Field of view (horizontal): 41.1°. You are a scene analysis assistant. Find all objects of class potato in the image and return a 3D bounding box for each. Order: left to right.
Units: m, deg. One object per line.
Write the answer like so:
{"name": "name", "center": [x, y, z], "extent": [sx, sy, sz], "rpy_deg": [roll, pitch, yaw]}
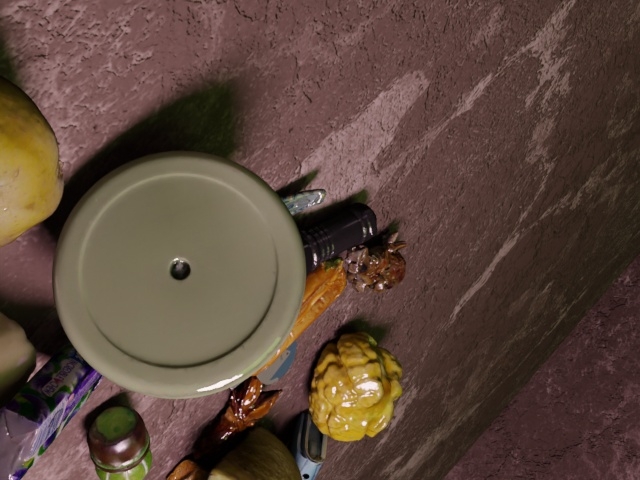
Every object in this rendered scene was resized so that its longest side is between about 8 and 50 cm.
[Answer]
{"name": "potato", "center": [-0.330, -0.080, 0.808], "extent": [0.154, 0.137, 0.200], "rpy_deg": [-38, 149, -20]}
{"name": "potato", "center": [-0.107, 0.518, 1.622], "extent": [0.280, 0.212, 0.330], "rpy_deg": [-46, 161, -60]}

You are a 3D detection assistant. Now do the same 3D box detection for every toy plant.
{"name": "toy plant", "center": [-0.311, 0.330, 1.336], "extent": [0.092, 0.092, 0.162], "rpy_deg": [-32, 145, -29]}

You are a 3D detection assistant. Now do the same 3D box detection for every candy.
{"name": "candy", "center": [-0.319, 0.183, 1.038], "extent": [0.088, 0.061, 0.312], "rpy_deg": [-63, -178, 13]}

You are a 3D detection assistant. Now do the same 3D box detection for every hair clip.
{"name": "hair clip", "center": [-0.090, -0.024, 1.300], "extent": [0.229, 0.036, 0.066], "rpy_deg": [-32, 142, -19]}

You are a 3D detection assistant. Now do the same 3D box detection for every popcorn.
{"name": "popcorn", "center": [0.066, 0.297, 1.760], "extent": [0.200, 0.226, 0.203], "rpy_deg": [-23, -162, 16]}

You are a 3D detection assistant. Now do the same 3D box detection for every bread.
{"name": "bread", "center": [-0.238, 0.458, 1.613], "extent": [0.074, 0.053, 0.132], "rpy_deg": [-44, 152, -10]}

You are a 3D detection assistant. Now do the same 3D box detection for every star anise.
{"name": "star anise", "center": [-0.139, 0.319, 1.594], "extent": [0.157, 0.053, 0.213], "rpy_deg": [8, 113, -52]}

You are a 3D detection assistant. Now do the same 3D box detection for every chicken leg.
{"name": "chicken leg", "center": [0.094, 0.045, 1.584], "extent": [0.196, 0.080, 0.125], "rpy_deg": [-10, 128, -53]}

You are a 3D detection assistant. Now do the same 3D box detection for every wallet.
{"name": "wallet", "center": [-0.059, 0.507, 1.817], "extent": [0.176, 0.075, 0.251], "rpy_deg": [-84, -162, -66]}

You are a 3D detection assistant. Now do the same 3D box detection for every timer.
{"name": "timer", "center": [-0.170, 0.069, 1.120], "extent": [0.291, 0.291, 0.315], "rpy_deg": [-44, 172, -13]}

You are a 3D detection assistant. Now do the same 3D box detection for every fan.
{"name": "fan", "center": [-0.102, 0.222, 1.546], "extent": [0.175, 0.005, 0.113], "rpy_deg": [-34, 128, -41]}

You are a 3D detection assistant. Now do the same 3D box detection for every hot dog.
{"name": "hot dog", "center": [-0.052, 0.126, 1.482], "extent": [0.269, 0.072, 0.115], "rpy_deg": [-44, 149, -15]}

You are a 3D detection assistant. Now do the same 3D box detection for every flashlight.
{"name": "flashlight", "center": [0.000, 0.000, 1.412], "extent": [0.232, 0.093, 0.093], "rpy_deg": [-28, 143, -44]}

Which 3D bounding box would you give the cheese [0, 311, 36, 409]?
{"name": "cheese", "center": [-0.433, 0.204, 0.967], "extent": [0.266, 0.127, 0.233], "rpy_deg": [-59, 176, 22]}
